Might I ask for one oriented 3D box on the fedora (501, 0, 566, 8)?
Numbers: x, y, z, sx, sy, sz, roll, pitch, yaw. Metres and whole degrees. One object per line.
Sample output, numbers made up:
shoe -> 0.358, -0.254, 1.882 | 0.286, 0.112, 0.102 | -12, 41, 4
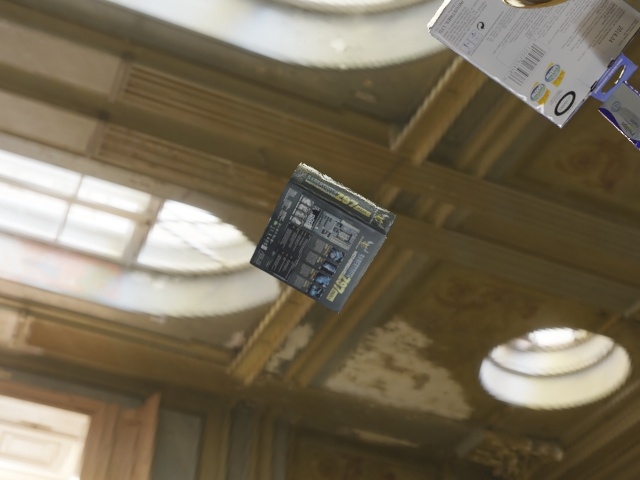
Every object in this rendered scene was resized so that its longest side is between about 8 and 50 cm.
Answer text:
fedora -> 0.337, -0.410, 1.570 | 0.194, 0.079, 0.194 | -21, -150, 13

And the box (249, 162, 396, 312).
box -> 0.000, 0.000, 1.818 | 0.059, 0.183, 0.232 | -59, 178, -42

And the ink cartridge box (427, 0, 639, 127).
ink cartridge box -> 0.445, -0.411, 2.140 | 0.270, 0.396, 0.151 | -54, -176, 19

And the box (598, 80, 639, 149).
box -> 0.588, -0.202, 1.932 | 0.072, 0.137, 0.126 | -51, -140, 19
